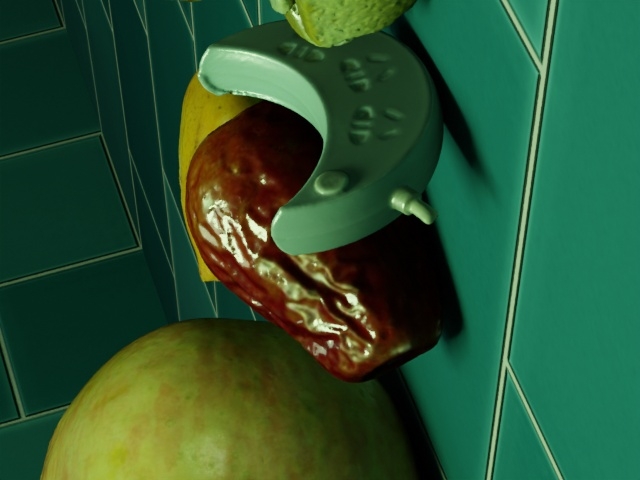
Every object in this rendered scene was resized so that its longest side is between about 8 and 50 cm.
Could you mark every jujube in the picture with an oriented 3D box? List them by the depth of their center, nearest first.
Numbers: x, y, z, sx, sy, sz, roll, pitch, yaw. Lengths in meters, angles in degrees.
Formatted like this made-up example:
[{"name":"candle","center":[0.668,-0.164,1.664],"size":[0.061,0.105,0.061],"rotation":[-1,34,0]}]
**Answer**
[{"name":"jujube","center":[0.000,0.000,1.622],"size":[0.255,0.190,0.190],"rotation":[60,166,11]}]

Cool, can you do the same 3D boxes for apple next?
[{"name":"apple","center":[-0.086,0.263,1.888],"size":[0.391,0.391,0.346],"rotation":[93,-176,-59]}]

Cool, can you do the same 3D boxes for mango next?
[{"name":"mango","center":[-0.097,-0.082,2.148],"size":[0.154,0.126,0.252],"rotation":[68,-167,-86]}]

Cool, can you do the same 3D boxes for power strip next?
[{"name":"power strip","center":[0.013,-0.085,1.456],"size":[0.054,0.168,0.253],"rotation":[76,170,-45]}]

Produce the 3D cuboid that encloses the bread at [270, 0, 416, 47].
[{"name":"bread","center":[-0.003,-0.267,1.410],"size":[0.186,0.124,0.257],"rotation":[-148,42,-74]}]
